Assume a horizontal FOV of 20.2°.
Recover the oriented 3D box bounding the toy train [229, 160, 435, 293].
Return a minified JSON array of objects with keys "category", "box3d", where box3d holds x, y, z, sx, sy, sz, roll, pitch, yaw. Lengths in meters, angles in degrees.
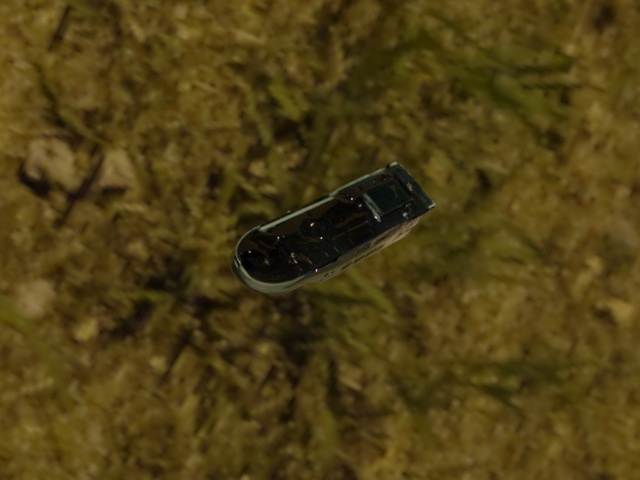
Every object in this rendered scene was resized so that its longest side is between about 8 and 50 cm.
[{"category":"toy train","box3d":[0.000,0.000,1.305,0.234,0.052,0.051,-28,163,-52]}]
